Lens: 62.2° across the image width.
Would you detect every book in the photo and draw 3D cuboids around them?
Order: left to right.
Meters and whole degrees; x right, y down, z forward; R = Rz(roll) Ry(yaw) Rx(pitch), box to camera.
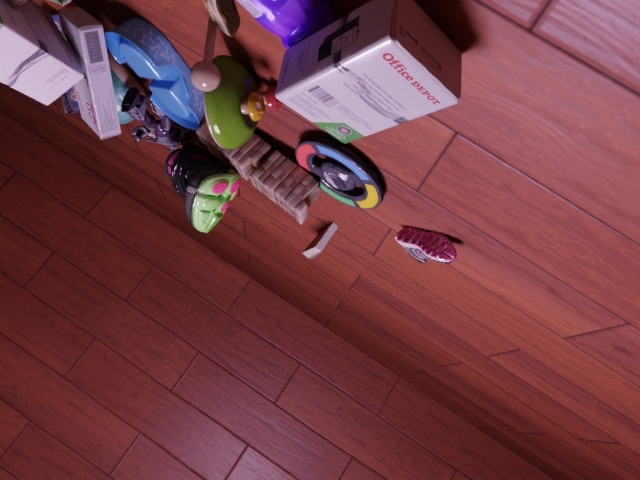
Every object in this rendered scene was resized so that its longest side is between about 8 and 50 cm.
[{"bbox_3d":[0.000,0.000,1.588,0.035,0.096,0.144,37,164,-6],"label":"book"}]

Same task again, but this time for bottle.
[{"bbox_3d":[-0.071,-0.353,0.737,0.283,0.092,0.118,35,-162,-30],"label":"bottle"}]

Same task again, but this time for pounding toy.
[{"bbox_3d":[-0.146,-0.286,1.025,0.110,0.182,0.236,2,149,14],"label":"pounding toy"}]

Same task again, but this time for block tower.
[{"bbox_3d":[-0.145,-0.184,1.304,0.335,0.097,0.091,40,169,13],"label":"block tower"}]

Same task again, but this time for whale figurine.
[{"bbox_3d":[-0.595,-0.429,1.457,0.216,0.141,0.272,30,160,17],"label":"whale figurine"}]

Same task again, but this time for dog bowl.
[{"bbox_3d":[-0.374,-0.393,1.260,0.166,0.074,0.297,20,157,39],"label":"dog bowl"}]

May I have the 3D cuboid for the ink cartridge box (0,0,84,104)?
[{"bbox_3d":[-0.653,-0.430,1.070,0.211,0.122,0.289,56,-172,16],"label":"ink cartridge box"}]

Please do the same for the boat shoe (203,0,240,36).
[{"bbox_3d":[-0.176,-0.404,0.902,0.045,0.050,0.135,25,161,12],"label":"boat shoe"}]

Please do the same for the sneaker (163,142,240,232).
[{"bbox_3d":[-0.338,-0.154,1.443,0.202,0.185,0.483,31,-177,-16],"label":"sneaker"}]

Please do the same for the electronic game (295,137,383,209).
[{"bbox_3d":[0.041,-0.147,1.196,0.229,0.048,0.229,31,163,11],"label":"electronic game"}]

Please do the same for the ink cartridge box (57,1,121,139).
[{"bbox_3d":[-0.576,-0.421,1.281,0.239,0.060,0.275,40,141,32],"label":"ink cartridge box"}]

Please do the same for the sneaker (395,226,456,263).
[{"bbox_3d":[0.253,0.021,1.234,0.170,0.063,0.075,22,159,49],"label":"sneaker"}]

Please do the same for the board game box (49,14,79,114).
[{"bbox_3d":[-0.722,-0.483,1.485,0.165,0.042,0.243,11,117,58],"label":"board game box"}]

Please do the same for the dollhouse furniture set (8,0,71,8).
[{"bbox_3d":[-0.445,-0.475,0.958,0.302,0.197,0.151,27,160,24],"label":"dollhouse furniture set"}]

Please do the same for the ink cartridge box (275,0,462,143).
[{"bbox_3d":[0.066,-0.226,0.725,0.209,0.086,0.153,-10,153,44],"label":"ink cartridge box"}]

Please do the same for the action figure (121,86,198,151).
[{"bbox_3d":[-0.456,-0.324,1.502,0.186,0.099,0.285,-3,158,3],"label":"action figure"}]
